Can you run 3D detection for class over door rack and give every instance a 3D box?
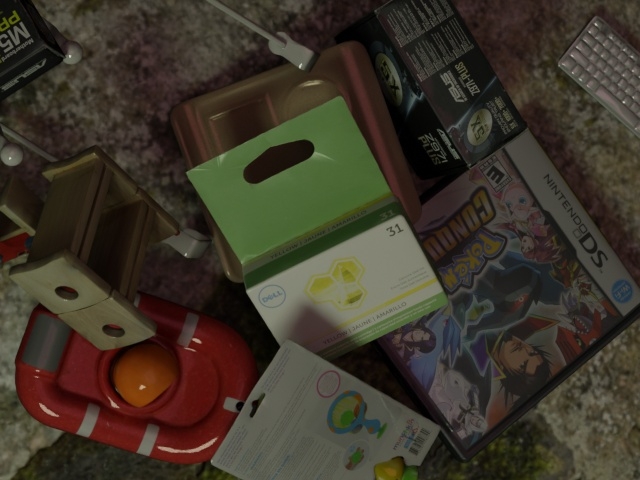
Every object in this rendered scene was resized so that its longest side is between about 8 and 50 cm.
[{"bbox_3d":[-0.190,-0.156,1.301,0.324,0.108,0.239,31,99,-9],"label":"over door rack"}]

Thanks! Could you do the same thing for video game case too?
[{"bbox_3d":[0.180,0.052,1.464,0.275,0.035,0.248,-38,98,-13],"label":"video game case"}]

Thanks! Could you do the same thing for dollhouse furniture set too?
[{"bbox_3d":[-0.245,0.024,1.265,0.129,0.184,0.129,46,39,-38],"label":"dollhouse furniture set"}]

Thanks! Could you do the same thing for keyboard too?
[{"bbox_3d":[0.375,-0.139,1.534,0.256,0.014,0.072,40,79,-10],"label":"keyboard"}]

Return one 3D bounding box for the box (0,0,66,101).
[{"bbox_3d":[-0.397,-0.182,1.232,0.270,0.060,0.216,-33,84,3],"label":"box"}]

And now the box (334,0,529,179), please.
[{"bbox_3d":[0.108,-0.159,1.395,0.077,0.147,0.180,-34,97,-14],"label":"box"}]

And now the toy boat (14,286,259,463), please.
[{"bbox_3d":[-0.167,0.127,1.309,0.231,0.151,0.151,19,84,-13],"label":"toy boat"}]

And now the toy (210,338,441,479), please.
[{"bbox_3d":[0.002,0.194,1.369,0.237,0.056,0.137,33,87,-35],"label":"toy"}]

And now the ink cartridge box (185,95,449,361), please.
[{"bbox_3d":[0.000,0.000,1.330,0.171,0.056,0.235,-26,123,6],"label":"ink cartridge box"}]

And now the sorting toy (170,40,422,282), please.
[{"bbox_3d":[-0.024,-0.077,1.390,0.208,0.038,0.193,-19,93,7],"label":"sorting toy"}]
